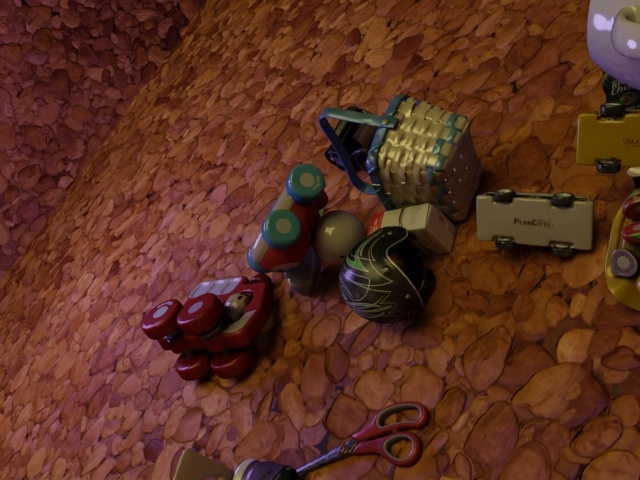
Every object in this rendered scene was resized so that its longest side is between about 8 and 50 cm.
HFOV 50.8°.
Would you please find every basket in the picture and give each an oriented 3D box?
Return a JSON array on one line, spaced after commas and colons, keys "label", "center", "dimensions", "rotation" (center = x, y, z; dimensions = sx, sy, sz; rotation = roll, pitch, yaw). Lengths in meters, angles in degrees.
[{"label": "basket", "center": [0.157, -0.154, 1.314], "dimensions": [0.289, 0.255, 0.201], "rotation": [10, 65, 29]}]

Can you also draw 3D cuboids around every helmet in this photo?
[{"label": "helmet", "center": [0.115, 0.071, 1.220], "dimensions": [0.169, 0.169, 0.161], "rotation": [-10, 36, 41]}]

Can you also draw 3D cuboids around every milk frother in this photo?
[{"label": "milk frother", "center": [0.102, -0.231, 1.580], "dimensions": [0.143, 0.129, 0.135], "rotation": [29, 77, 10]}]

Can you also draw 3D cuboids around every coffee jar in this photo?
[{"label": "coffee jar", "center": [0.526, -0.232, 1.134], "dimensions": [0.096, 0.079, 0.184], "rotation": [-15, 47, 37]}]

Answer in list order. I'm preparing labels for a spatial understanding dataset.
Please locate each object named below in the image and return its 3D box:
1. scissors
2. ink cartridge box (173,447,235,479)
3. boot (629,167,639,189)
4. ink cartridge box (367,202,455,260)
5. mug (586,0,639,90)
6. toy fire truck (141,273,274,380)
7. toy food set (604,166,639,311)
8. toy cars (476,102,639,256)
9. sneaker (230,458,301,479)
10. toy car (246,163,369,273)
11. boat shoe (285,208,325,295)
[{"label": "scissors", "center": [0.055, 0.345, 1.156], "dimensions": [0.297, 0.021, 0.109], "rotation": [-21, 47, 34]}, {"label": "ink cartridge box", "center": [-0.260, 0.546, 1.137], "dimensions": [0.119, 0.207, 0.353], "rotation": [-8, 51, 41]}, {"label": "boot", "center": [0.536, -0.109, 1.042], "dimensions": [0.099, 0.045, 0.121], "rotation": [-24, 50, 33]}, {"label": "ink cartridge box", "center": [0.174, -0.014, 1.286], "dimensions": [0.135, 0.099, 0.056], "rotation": [-10, 53, 42]}, {"label": "mug", "center": [0.536, -0.302, 0.910], "dimensions": [0.328, 0.276, 0.374], "rotation": [15, 34, 34]}, {"label": "toy fire truck", "center": [-0.229, 0.165, 1.513], "dimensions": [0.302, 0.169, 0.254], "rotation": [-12, 31, 39]}, {"label": "toy food set", "center": [0.461, -0.007, 0.925], "dimensions": [0.128, 0.071, 0.218], "rotation": [10, 92, 32]}, {"label": "toy cars", "center": [0.421, -0.097, 1.059], "dimensions": [0.393, 0.176, 0.087], "rotation": [-43, -6, 36]}, {"label": "sneaker", "center": [-0.111, 0.506, 1.113], "dimensions": [0.124, 0.107, 0.283], "rotation": [-4, 57, 33]}, {"label": "toy car", "center": [0.000, 0.000, 1.356], "dimensions": [0.210, 0.238, 0.219], "rotation": [-64, 5, -22]}, {"label": "boat shoe", "center": [-0.032, 0.015, 1.488], "dimensions": [0.079, 0.081, 0.227], "rotation": [1, 60, 13]}]
